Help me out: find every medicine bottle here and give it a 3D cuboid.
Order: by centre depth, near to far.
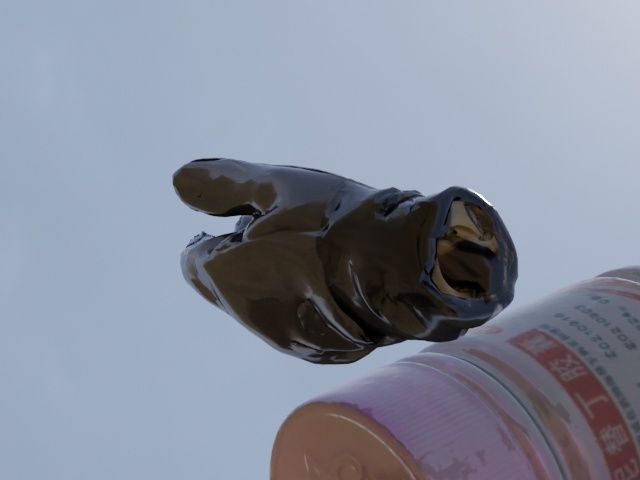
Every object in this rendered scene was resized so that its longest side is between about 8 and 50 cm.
[{"bbox_3d":[0.146,0.152,0.982,0.202,0.315,0.202,28,-52,44],"label":"medicine bottle"}]

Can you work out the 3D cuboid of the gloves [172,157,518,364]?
[{"bbox_3d":[-0.004,0.006,0.827,0.142,0.119,0.285,56,-20,-18],"label":"gloves"}]
